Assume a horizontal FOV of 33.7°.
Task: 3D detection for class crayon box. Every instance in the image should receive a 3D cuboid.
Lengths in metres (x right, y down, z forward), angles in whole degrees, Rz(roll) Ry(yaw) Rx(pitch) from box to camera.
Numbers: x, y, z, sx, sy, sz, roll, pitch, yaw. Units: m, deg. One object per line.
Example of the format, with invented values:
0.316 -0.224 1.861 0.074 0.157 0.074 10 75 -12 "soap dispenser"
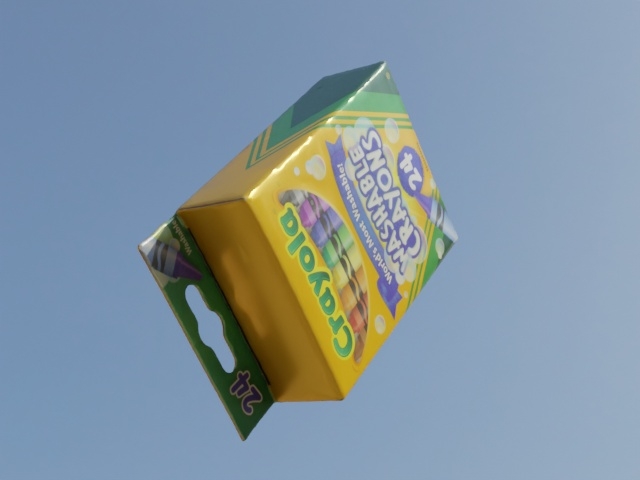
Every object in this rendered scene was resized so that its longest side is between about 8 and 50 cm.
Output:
0.000 0.000 0.952 0.083 0.323 0.203 -8 -63 37 "crayon box"
